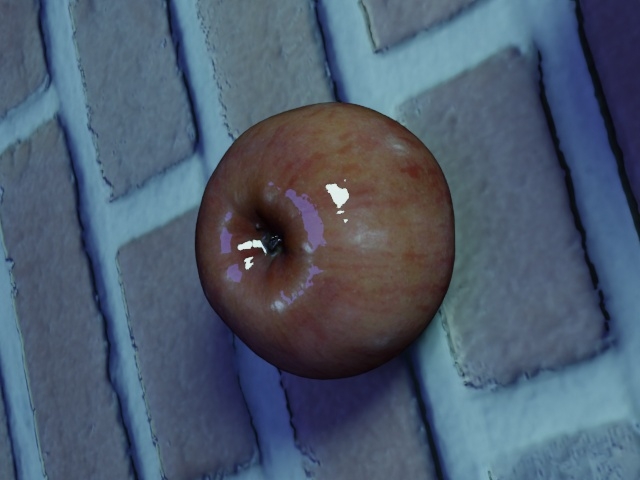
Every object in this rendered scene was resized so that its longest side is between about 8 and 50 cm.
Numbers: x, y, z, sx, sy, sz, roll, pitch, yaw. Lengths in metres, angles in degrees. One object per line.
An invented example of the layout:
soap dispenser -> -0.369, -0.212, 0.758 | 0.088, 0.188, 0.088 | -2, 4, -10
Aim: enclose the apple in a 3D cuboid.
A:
apple -> 0.000, 0.000, 0.648 | 0.153, 0.120, 0.154 | -3, 85, 39
